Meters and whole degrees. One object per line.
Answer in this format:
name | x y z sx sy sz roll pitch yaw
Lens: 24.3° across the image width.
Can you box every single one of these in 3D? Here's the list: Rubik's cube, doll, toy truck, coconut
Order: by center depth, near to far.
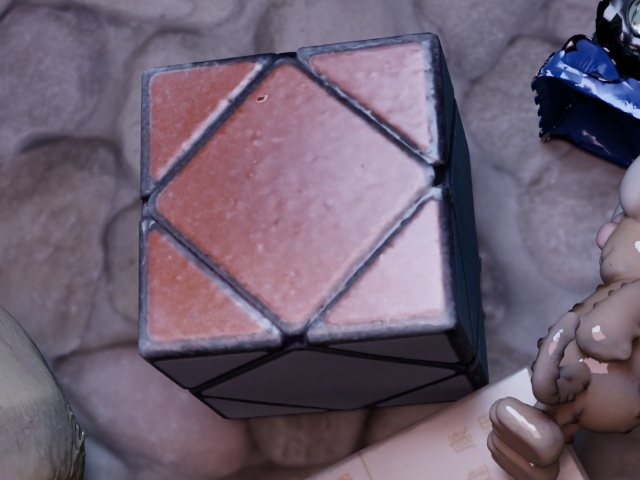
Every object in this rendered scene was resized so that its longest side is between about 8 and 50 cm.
doll | 0.208 0.040 0.968 0.119 0.154 0.278 35 60 21
Rubik's cube | 0.000 0.000 1.021 0.207 0.205 0.205 -7 71 9
coconut | -0.287 0.130 1.033 0.227 0.227 0.230 -42 75 -3
toy truck | 0.256 -0.123 1.055 0.208 0.113 0.126 -33 69 1

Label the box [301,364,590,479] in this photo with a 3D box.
box | 0.026 0.257 1.008 0.365 0.051 0.205 -28 70 3
